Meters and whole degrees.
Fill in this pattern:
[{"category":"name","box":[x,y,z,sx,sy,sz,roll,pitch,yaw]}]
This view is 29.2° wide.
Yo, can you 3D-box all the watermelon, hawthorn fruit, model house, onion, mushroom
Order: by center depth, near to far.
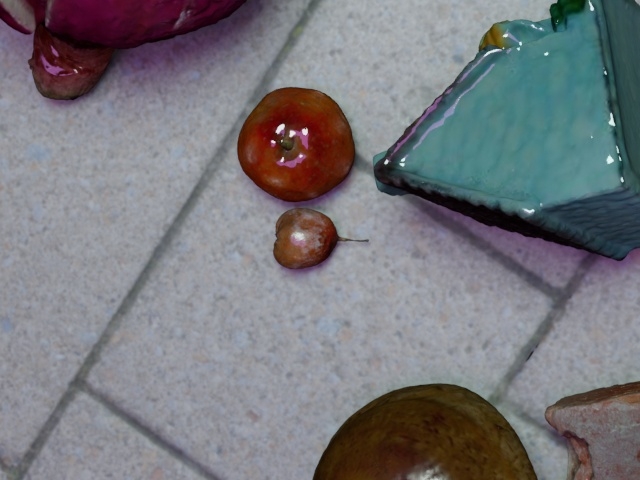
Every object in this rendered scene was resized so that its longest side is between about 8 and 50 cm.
[{"category":"model house","box":[0.202,-0.095,1.185,0.248,0.280,0.230,-13,72,30]},{"category":"onion","box":[-0.217,-0.315,1.233,0.398,0.398,0.420,16,141,9]},{"category":"mushroom","box":[0.099,0.300,1.256,0.263,0.195,0.283,10,105,30]},{"category":"watermelon","box":[0.325,0.257,1.268,0.226,0.148,0.318,30,115,24]},{"category":"hawthorn fruit","box":[-0.026,-0.094,1.288,0.125,0.140,0.125,-4,124,-7]},{"category":"hawthorn fruit","box":[0.000,0.000,1.320,0.103,0.067,0.067,3,96,6]}]

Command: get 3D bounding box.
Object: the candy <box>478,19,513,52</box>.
[{"category":"candy","box":[0.262,-0.213,1.261,0.202,0.061,0.061,-14,93,4]}]
